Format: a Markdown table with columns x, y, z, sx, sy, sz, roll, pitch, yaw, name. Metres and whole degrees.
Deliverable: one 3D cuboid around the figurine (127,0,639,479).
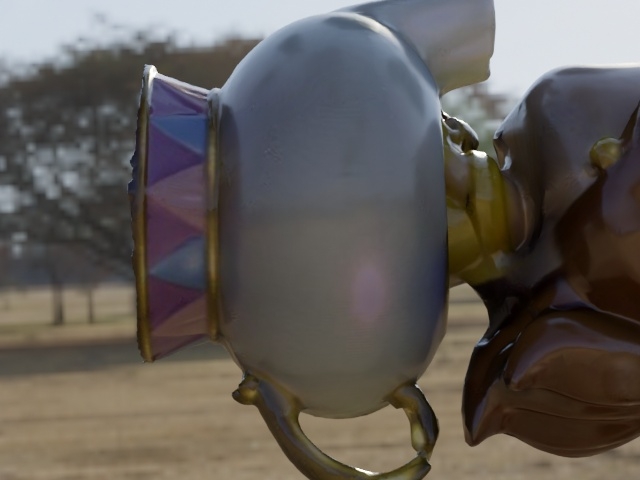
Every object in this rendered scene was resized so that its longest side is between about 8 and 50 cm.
| x | y | z | sx | sy | sz | roll | pitch | yaw | name |
| --- | --- | --- | --- | --- | --- | --- | --- | --- | --- |
| 0.071 | -0.004 | 0.639 | 0.263 | 0.189 | 0.142 | 2 | -16 | -1 | figurine |
